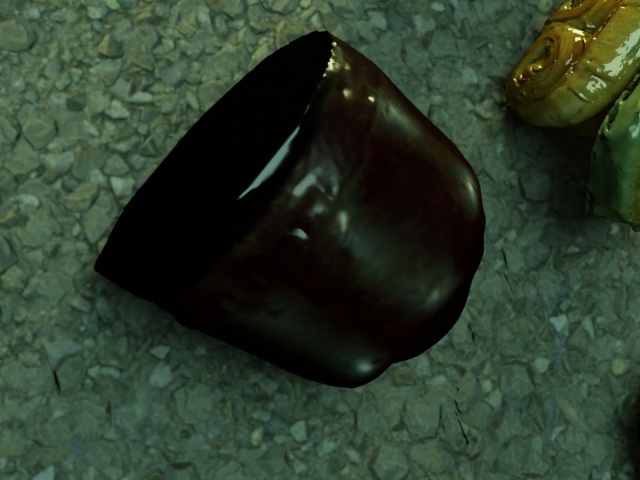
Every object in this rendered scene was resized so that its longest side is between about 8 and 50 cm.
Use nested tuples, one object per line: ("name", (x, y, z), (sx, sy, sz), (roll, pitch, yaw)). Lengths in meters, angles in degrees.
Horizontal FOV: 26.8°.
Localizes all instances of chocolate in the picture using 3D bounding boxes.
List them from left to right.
("chocolate", (0.000, 0.000, 1.480), (0.331, 0.384, 0.383), (44, 69, -21))

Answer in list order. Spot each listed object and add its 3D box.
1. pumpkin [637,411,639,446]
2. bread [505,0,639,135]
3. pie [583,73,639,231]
("pumpkin", (0.528, 0.257, 1.665), (0.260, 0.189, 0.260), (3, 81, -18))
("bread", (0.347, -0.233, 1.689), (0.120, 0.198, 0.236), (39, 81, -24))
("pie", (0.461, -0.129, 1.664), (0.371, 0.078, 0.296), (9, 109, -50))
